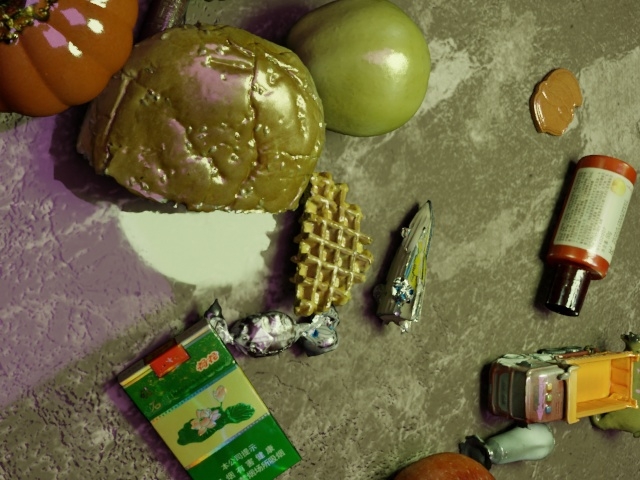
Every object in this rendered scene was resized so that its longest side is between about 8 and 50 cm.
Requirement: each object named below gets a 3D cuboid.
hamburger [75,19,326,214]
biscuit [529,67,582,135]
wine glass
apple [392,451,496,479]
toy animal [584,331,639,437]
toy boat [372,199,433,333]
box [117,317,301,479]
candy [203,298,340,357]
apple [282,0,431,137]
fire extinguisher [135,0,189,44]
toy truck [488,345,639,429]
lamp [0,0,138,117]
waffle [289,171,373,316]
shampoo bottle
[{"bbox_3d":[-0.119,-0.148,0.985,0.309,0.132,0.211,11,107,-31],"label":"hamburger"},{"bbox_3d":[0.411,-0.240,1.435,0.130,0.019,0.102,-50,115,-22],"label":"biscuit"},{"bbox_3d":[0.307,0.338,1.355,0.155,0.072,0.072,-4,94,-34],"label":"wine glass"},{"bbox_3d":[0.181,0.415,1.223,0.201,0.162,0.201,-1,94,-23],"label":"apple"},{"bbox_3d":[0.555,0.261,1.501,0.103,0.101,0.218,-12,98,-32],"label":"toy animal"},{"bbox_3d":[0.134,0.032,1.229,0.066,0.084,0.210,26,71,-20],"label":"toy boat"},{"bbox_3d":[-0.137,0.226,1.048,0.132,0.034,0.235,-33,111,-7],"label":"box"},{"bbox_3d":[-0.067,0.118,1.110,0.226,0.051,0.094,-4,83,-36],"label":"candy"},{"bbox_3d":[0.046,-0.229,1.093,0.200,0.200,0.200,-1,92,-34],"label":"apple"},{"bbox_3d":[-0.187,-0.268,1.017,0.078,0.045,0.157,28,75,-45],"label":"fire extinguisher"},{"bbox_3d":[0.410,0.242,1.381,0.270,0.135,0.114,-1,93,-34],"label":"toy truck"},{"bbox_3d":[-0.300,-0.237,0.849,0.223,0.196,0.223,0,87,4],"label":"lamp"},{"bbox_3d":[0.000,0.000,1.134,0.161,0.046,0.192,-24,95,-36],"label":"waffle"},{"bbox_3d":[0.455,-0.004,1.423,0.104,0.104,0.278,29,76,-31],"label":"shampoo bottle"}]
